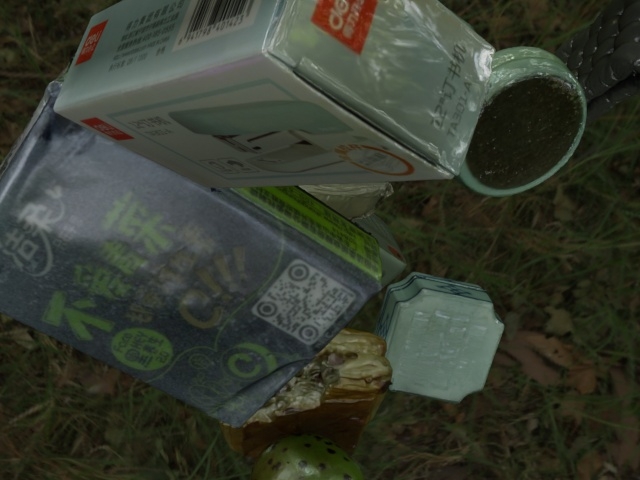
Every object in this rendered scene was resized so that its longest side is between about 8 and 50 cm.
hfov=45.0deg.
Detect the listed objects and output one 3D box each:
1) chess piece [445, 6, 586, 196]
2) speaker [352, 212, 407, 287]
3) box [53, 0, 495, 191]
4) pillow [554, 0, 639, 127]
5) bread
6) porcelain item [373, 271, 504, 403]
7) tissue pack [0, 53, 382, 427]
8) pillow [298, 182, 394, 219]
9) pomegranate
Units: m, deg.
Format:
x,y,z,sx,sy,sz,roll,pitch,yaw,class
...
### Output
x,y,z,sx,sy,sz,roll,pitch,yaw,class
0.199,-0.212,1.048,0.195,0.194,0.299,-12,40,-14,chess piece
0.000,0.000,1.576,0.184,0.406,0.183,-38,53,16,speaker
-0.043,-0.091,0.458,0.135,0.269,0.079,27,76,-36,box
0.516,-0.324,1.407,0.101,0.326,0.228,24,69,-6,pillow
-0.038,0.279,1.515,0.314,0.370,0.191,2,52,-5,bread
0.277,0.231,1.879,0.281,0.157,0.285,11,106,-9,porcelain item
-0.167,0.018,0.849,0.394,0.288,0.124,32,27,-22,tissue pack
0.003,-0.069,1.232,0.208,0.119,0.053,2,65,-15,pillow
-0.014,0.479,1.440,0.231,0.286,0.231,-11,61,20,pomegranate
